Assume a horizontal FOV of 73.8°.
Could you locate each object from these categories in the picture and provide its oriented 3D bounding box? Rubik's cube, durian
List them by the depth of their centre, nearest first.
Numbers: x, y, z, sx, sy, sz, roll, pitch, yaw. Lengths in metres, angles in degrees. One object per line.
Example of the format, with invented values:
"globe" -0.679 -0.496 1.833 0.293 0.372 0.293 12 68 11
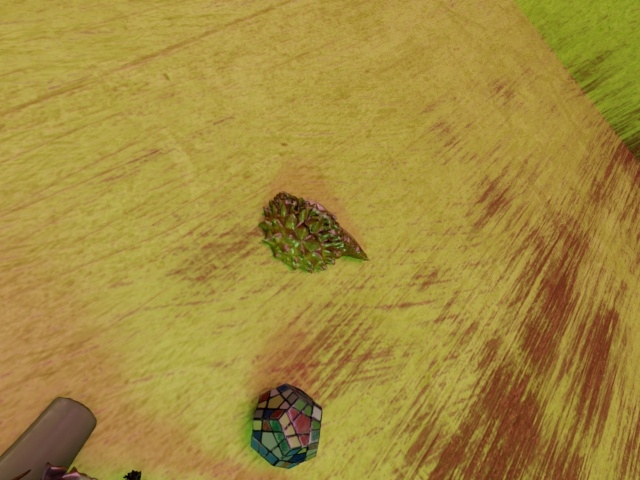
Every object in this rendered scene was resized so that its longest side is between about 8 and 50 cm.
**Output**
"Rubik's cube" -0.046 0.257 0.593 0.093 0.111 0.111 6 63 1
"durian" 0.006 -0.010 0.751 0.224 0.078 0.140 19 60 -21

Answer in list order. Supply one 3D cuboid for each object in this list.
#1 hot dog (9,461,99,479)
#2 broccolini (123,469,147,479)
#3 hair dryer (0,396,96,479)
"hot dog" -0.269 0.281 0.308 0.270 0.081 0.163 8 72 -66
"broccolini" -0.125 0.326 0.516 0.254 0.057 0.071 19 78 -30
"hair dryer" -0.286 0.323 0.437 0.298 0.119 0.296 31 51 -35
